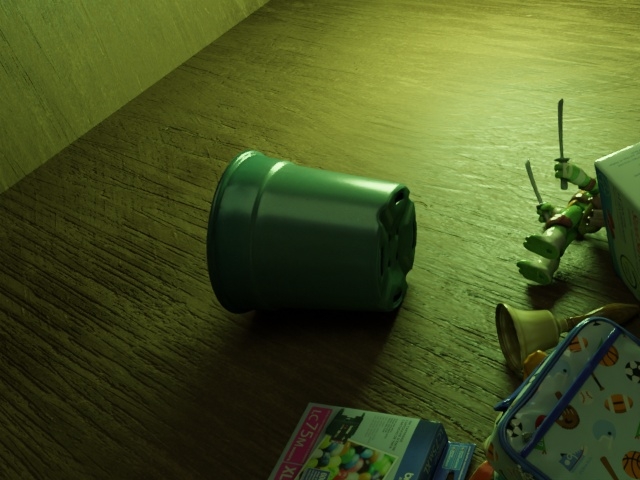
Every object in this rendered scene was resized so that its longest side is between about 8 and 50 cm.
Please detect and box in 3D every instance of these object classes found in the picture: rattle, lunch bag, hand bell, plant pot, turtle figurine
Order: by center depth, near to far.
[{"bbox_3d":[0.396,0.272,1.357,0.243,0.115,0.303,40,64,14],"label":"lunch bag"},{"bbox_3d":[0.305,0.294,1.447,0.200,0.142,0.130,-29,51,-19],"label":"rattle"},{"bbox_3d":[0.442,0.146,1.611,0.242,0.126,0.126,-11,36,-5],"label":"hand bell"},{"bbox_3d":[0.446,-0.070,1.791,0.266,0.275,0.198,-51,11,-28],"label":"turtle figurine"},{"bbox_3d":[0.000,0.000,1.846,0.334,0.341,0.341,7,44,21],"label":"plant pot"}]

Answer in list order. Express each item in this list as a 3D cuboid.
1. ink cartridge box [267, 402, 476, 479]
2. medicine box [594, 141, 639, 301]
[{"bbox_3d":[0.083,0.372,1.525,0.311,0.065,0.185,5,44,29],"label":"ink cartridge box"},{"bbox_3d":[0.604,0.007,1.544,0.149,0.263,0.289,-22,36,1],"label":"medicine box"}]
